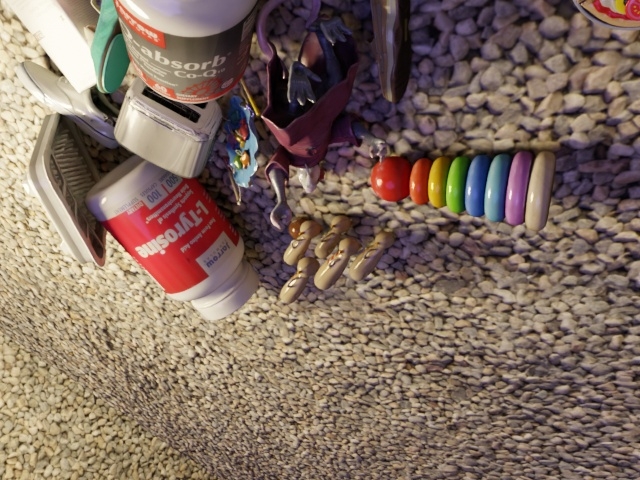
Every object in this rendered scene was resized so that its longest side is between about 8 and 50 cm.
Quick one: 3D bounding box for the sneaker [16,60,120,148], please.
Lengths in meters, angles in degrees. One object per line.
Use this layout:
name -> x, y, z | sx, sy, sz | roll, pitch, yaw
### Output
sneaker -> -0.533, -0.318, 1.140 | 0.258, 0.094, 0.091 | 37, 113, -15

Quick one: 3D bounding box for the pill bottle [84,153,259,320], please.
pill bottle -> -0.329, -0.008, 1.224 | 0.229, 0.229, 0.408 | -15, 123, 33

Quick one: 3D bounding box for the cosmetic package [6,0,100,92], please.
cosmetic package -> -0.498, -0.423, 1.019 | 0.117, 0.085, 0.231 | -13, 123, 33

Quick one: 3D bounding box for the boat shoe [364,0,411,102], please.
boat shoe -> 0.109, -0.329, 0.867 | 0.072, 0.068, 0.190 | 15, 126, 27

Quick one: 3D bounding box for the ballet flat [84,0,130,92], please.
ballet flat -> -0.387, -0.403, 0.961 | 0.087, 0.083, 0.247 | 30, 113, 6

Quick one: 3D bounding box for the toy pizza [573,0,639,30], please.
toy pizza -> 0.440, -0.380, 0.691 | 0.201, 0.032, 0.201 | 12, 134, 13

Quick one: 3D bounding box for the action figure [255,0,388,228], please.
action figure -> -0.042, -0.209, 0.946 | 0.276, 0.248, 0.370 | 56, 166, 16

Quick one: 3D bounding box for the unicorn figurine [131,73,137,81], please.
unicorn figurine -> -0.330, -0.318, 1.069 | 0.111, 0.060, 0.162 | 12, 149, 0

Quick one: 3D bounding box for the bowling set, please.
bowling set -> 0.000, 0.000, 1.135 | 0.200, 0.287, 0.154 | 52, 132, 20

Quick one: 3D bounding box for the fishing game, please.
fishing game -> -0.168, -0.193, 1.035 | 0.041, 0.189, 0.264 | -10, 152, -24

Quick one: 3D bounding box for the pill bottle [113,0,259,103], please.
pill bottle -> -0.194, -0.361, 0.752 | 0.210, 0.210, 0.363 | 32, 167, -7

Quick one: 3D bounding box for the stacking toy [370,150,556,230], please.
stacking toy -> 0.254, -0.108, 0.969 | 0.330, 0.141, 0.141 | 10, 134, 25

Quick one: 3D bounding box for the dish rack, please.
dish rack -> -0.567, -0.119, 1.164 | 0.072, 0.333, 0.286 | -16, 130, -6

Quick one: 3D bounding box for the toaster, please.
toaster -> -0.301, -0.234, 1.015 | 0.227, 0.129, 0.146 | 28, 142, -14
